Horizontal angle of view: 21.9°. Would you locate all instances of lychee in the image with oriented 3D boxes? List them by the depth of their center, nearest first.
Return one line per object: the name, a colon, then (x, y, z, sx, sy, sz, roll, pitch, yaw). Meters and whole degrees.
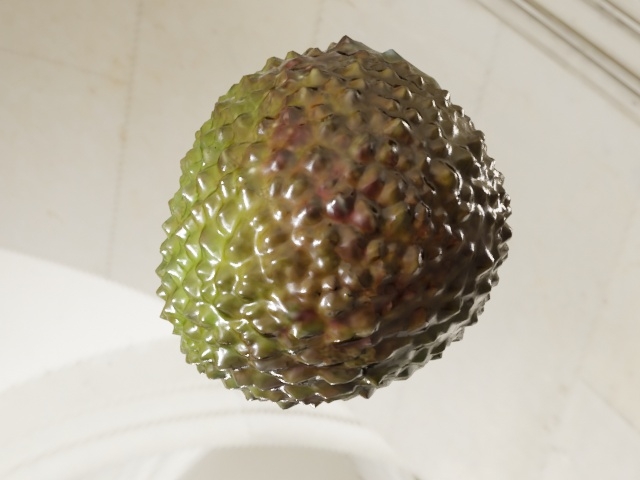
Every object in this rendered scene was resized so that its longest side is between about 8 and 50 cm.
lychee: (0.000, 0.000, 0.733, 0.171, 0.171, 0.171, -26, -41, -25)
